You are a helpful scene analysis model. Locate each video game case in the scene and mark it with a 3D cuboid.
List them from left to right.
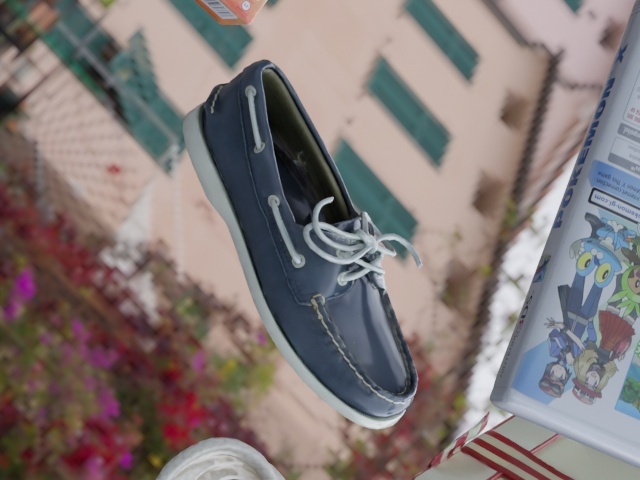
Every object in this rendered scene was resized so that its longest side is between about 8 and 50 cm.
[{"bbox_3d":[0.307,0.030,1.231,0.300,0.329,0.036,-68,-167,-10],"label":"video game case"}]

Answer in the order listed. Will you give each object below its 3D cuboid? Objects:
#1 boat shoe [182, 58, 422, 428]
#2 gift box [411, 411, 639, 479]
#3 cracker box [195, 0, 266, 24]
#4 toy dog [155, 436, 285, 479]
[{"bbox_3d":[0.000,0.000,1.227,0.079,0.254,0.095,-37,160,34],"label":"boat shoe"},{"bbox_3d":[0.195,0.292,1.680,0.255,0.258,0.276,-16,129,-56],"label":"gift box"},{"bbox_3d":[-0.069,-0.340,1.758,0.232,0.156,0.067,-56,-153,-13],"label":"cracker box"},{"bbox_3d":[-0.011,0.201,0.740,0.333,0.220,0.161,-53,179,-42],"label":"toy dog"}]
